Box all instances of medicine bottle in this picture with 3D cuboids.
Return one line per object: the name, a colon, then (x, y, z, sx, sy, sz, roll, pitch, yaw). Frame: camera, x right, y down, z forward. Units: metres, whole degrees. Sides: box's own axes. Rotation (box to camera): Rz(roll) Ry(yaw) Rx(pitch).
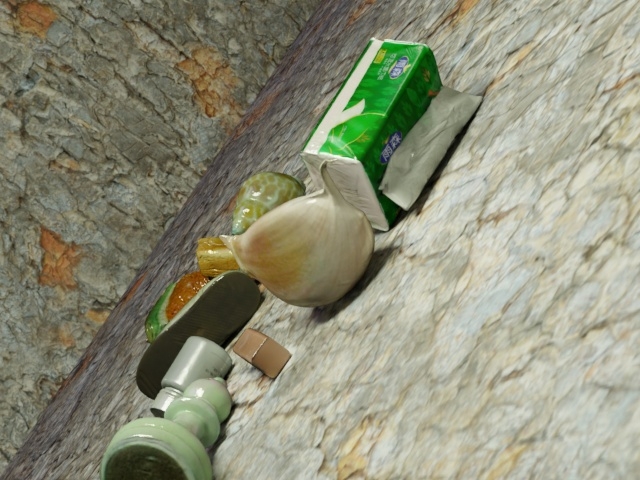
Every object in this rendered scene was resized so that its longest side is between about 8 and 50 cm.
medicine bottle: (-0.197, 0.217, 1.728, 0.130, 0.080, 0.080, -59, 14, -25)

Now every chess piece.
chess piece: (-0.178, 0.252, 1.516, 0.139, 0.139, 0.271, -48, 3, 24)

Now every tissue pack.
tissue pack: (0.099, -0.136, 1.488, 0.156, 0.148, 0.209, 14, 59, 33)

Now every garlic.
garlic: (0.005, -0.002, 1.430, 0.266, 0.148, 0.128, -43, 47, 42)

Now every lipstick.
lipstick: (-0.083, 0.152, 1.568, 0.045, 0.045, 0.145, -53, 11, -8)

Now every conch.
conch: (-0.083, -0.064, 1.995, 0.116, 0.106, 0.173, -19, -12, 19)

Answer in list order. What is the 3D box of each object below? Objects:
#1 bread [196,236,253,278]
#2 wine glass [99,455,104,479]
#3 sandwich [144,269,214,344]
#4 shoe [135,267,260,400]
bread: (-0.152, 0.030, 1.976, 0.132, 0.074, 0.053, -2, 29, 28)
wine glass: (-0.271, 0.340, 1.674, 0.079, 0.079, 0.195, -58, 12, -19)
sandwich: (-0.222, 0.130, 2.040, 0.160, 0.109, 0.185, -28, 18, 16)
shoe: (-0.204, 0.153, 1.897, 0.275, 0.103, 0.098, -45, 12, 9)
